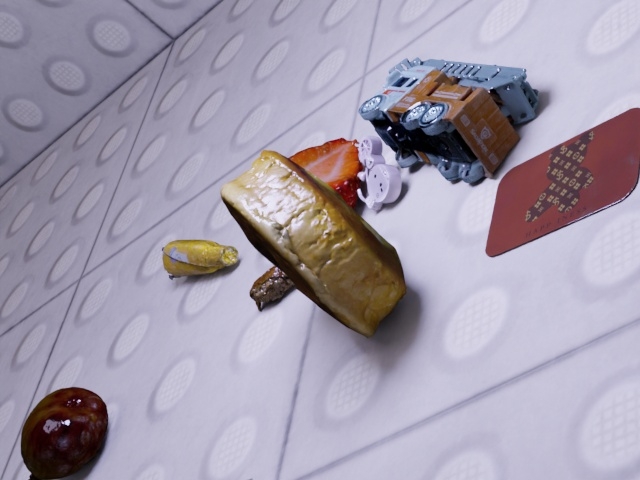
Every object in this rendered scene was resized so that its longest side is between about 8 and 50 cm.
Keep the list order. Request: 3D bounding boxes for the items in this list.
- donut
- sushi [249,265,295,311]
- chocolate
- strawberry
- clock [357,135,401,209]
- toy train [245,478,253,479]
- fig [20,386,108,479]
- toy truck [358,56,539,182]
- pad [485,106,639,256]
[{"bbox_3d":[0.000,0.000,1.924,0.160,0.330,0.330,-41,24,-5],"label":"donut"},{"bbox_3d":[-0.084,0.078,2.233,0.120,0.052,0.055,-34,30,34],"label":"sushi"},{"bbox_3d":[-0.235,0.030,2.534,0.219,0.085,0.085,-6,50,54],"label":"chocolate"},{"bbox_3d":[-0.008,-0.098,2.257,0.174,0.098,0.228,0,33,11],"label":"strawberry"},{"bbox_3d":[0.093,-0.115,2.152,0.087,0.041,0.129,-53,47,44],"label":"clock"},{"bbox_3d":[-0.091,0.408,1.620,0.137,0.225,0.090,-21,37,20],"label":"toy train"},{"bbox_3d":[-0.518,0.402,2.457,0.274,0.145,0.170,-53,19,31],"label":"fig"},{"bbox_3d":[0.201,-0.213,2.061,0.184,0.133,0.338,-45,26,-11],"label":"toy truck"},{"bbox_3d":[0.341,-0.081,1.782,0.267,0.004,0.181,-27,34,41],"label":"pad"}]
